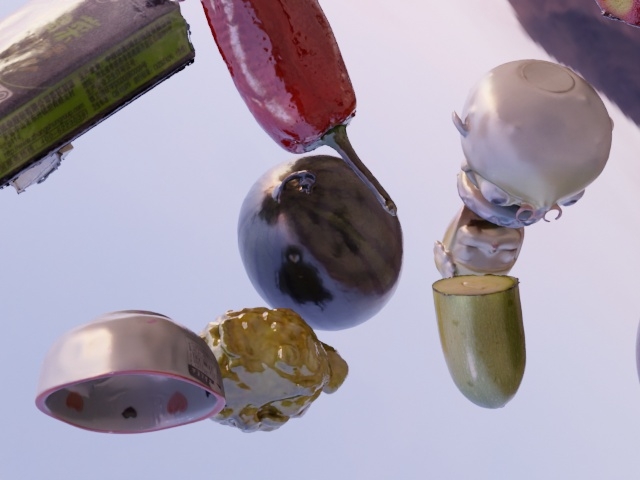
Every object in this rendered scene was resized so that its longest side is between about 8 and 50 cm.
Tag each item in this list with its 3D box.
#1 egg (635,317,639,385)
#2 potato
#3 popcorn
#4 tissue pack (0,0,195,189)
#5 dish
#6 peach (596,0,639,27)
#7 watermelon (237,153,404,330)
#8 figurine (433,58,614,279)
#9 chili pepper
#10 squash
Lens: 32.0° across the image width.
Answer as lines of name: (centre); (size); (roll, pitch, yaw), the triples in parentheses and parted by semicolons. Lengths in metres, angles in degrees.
egg: (0.572, 0.120, 1.474); (0.282, 0.351, 0.282); (33, 176, 3)
potato: (-0.471, -0.140, 1.846); (0.086, 0.122, 0.061); (51, -152, -6)
popcorn: (-0.085, 0.193, 1.754); (0.266, 0.233, 0.192); (8, -134, -31)
tissue pack: (-0.426, -0.255, 1.695); (0.288, 0.394, 0.124); (27, 146, 41)
dish: (-0.258, 0.173, 1.530); (0.256, 0.256, 0.117); (29, -133, -47)
peach: (0.574, -0.437, 1.778); (0.068, 0.279, 0.189); (60, -174, -66)
watermelon: (0.000, 0.000, 1.896); (0.359, 0.279, 0.279); (56, -168, -50)
figurine: (0.253, -0.088, 1.560); (0.226, 0.394, 0.274); (3, -136, -11)
chili pepper: (-0.020, -0.177, 1.353); (0.338, 0.131, 0.134); (62, -152, -11)
squash: (0.217, 0.139, 1.491); (0.123, 0.123, 0.187); (-49, -49, -69)
